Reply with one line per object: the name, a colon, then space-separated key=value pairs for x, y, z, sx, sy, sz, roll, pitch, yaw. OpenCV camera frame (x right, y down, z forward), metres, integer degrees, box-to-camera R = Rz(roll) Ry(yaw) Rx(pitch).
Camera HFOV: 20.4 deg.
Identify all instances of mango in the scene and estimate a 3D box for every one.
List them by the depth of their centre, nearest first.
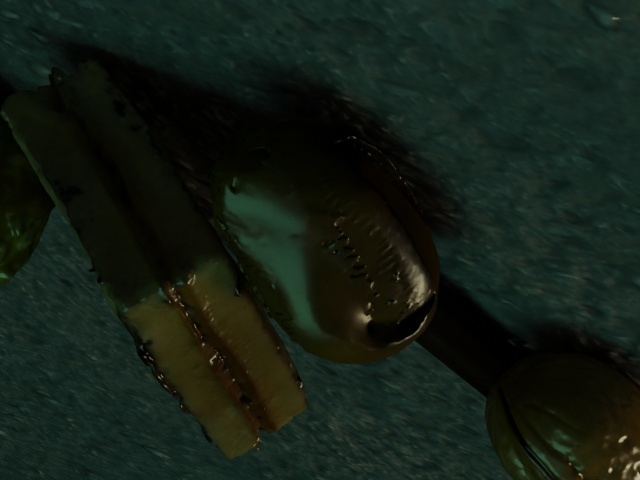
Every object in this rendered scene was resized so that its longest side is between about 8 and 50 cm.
mango: x=0.000 y=0.000 z=1.434 sx=0.151 sy=0.156 sz=0.249 roll=9 pitch=154 yaw=41

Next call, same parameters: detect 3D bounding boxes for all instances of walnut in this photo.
walnut: x=0.227 y=0.171 z=1.611 sx=0.180 sy=0.144 sz=0.144 roll=40 pitch=157 yaw=-25

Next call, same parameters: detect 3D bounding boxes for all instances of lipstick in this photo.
lipstick: x=0.121 y=0.085 z=1.643 sx=0.356 sy=0.057 sz=0.057 roll=40 pitch=157 yaw=-31

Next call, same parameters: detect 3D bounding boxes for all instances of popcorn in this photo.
popcorn: x=-0.386 y=-0.046 z=1.727 sx=0.249 sy=0.225 sz=0.249 roll=34 pitch=163 yaw=12

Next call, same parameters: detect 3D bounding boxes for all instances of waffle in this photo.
waffle: x=-0.145 y=0.024 z=1.606 sx=0.261 sy=0.114 sz=0.376 roll=53 pitch=174 yaw=27
